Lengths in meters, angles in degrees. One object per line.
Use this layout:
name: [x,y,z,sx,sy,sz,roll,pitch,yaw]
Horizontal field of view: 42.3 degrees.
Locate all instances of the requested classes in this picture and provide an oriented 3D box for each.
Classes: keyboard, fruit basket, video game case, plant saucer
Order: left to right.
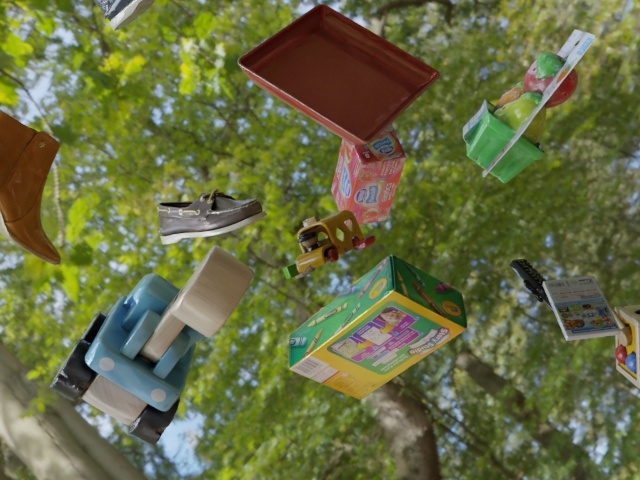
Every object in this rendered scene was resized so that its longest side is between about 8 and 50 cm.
plant saucer: [0.032,-0.272,1.381,0.259,0.258,0.047,-46,-16,-41]
fruit basket: [0.453,-0.312,1.804,0.353,0.165,0.327,-60,0,20]
keyboard: [0.519,0.111,1.940,0.108,0.180,0.023,-8,-40,-51]
video game case: [0.419,0.108,1.334,0.087,0.122,0.011,-6,-47,-3]

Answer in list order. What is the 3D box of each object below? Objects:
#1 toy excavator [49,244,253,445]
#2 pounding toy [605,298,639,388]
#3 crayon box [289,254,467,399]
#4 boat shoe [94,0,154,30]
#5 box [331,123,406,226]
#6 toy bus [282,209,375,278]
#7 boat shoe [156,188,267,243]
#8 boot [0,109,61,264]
toy excavator: [-0.280,0.151,1.490,0.445,0.222,0.433,-54,12,13]
pounding toy: [0.517,0.155,1.352,0.130,0.100,0.141,-82,-13,-82]
crayon box: [0.093,0.156,1.417,0.165,0.081,0.278,28,-51,-28]
boat shoe: [-0.280,-0.450,1.370,0.254,0.079,0.095,-30,13,34]
box: [0.116,-0.164,2.069,0.123,0.128,0.257,-10,-33,-16]
toy bus: [0.002,-0.001,1.767,0.191,0.104,0.202,-24,1,-10]
boat shoe: [-0.254,-0.061,1.858,0.117,0.324,0.096,-22,-80,-46]
boot: [-0.563,-0.099,1.611,0.211,0.104,0.295,-57,-43,-13]
